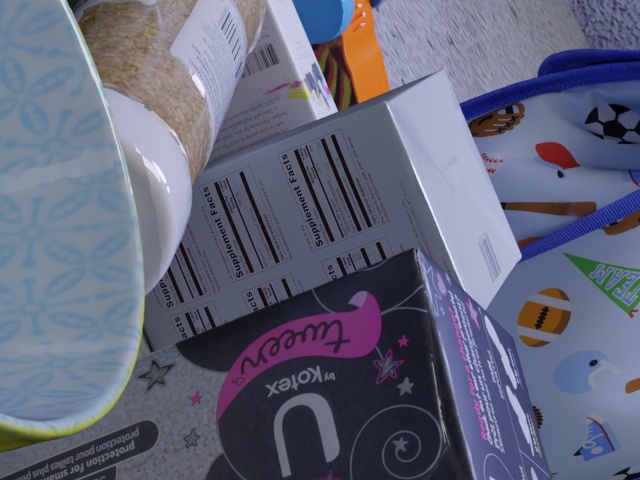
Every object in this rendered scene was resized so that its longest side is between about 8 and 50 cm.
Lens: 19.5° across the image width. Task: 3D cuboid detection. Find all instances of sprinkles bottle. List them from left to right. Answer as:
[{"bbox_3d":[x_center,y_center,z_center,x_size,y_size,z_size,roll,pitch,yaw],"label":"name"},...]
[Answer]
[{"bbox_3d":[-0.113,-0.086,1.113,0.121,0.121,0.355,62,18,-21],"label":"sprinkles bottle"}]

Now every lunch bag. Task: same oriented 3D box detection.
[{"bbox_3d":[0.210,0.034,1.499,0.328,0.385,0.239,52,24,-41],"label":"lunch bag"}]

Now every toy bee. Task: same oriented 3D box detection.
[{"bbox_3d":[-0.018,-0.232,1.558,0.195,0.162,0.298,-12,112,-57],"label":"toy bee"}]

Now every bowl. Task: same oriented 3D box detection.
[{"bbox_3d":[-0.206,-0.035,0.713,0.289,0.156,0.289,56,21,-34],"label":"bowl"}]

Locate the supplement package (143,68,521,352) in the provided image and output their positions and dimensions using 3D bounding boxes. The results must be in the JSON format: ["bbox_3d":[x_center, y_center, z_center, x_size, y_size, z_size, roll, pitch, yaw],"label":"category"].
[{"bbox_3d":[0.000,0.000,1.213,0.149,0.203,0.194,68,18,-5],"label":"supplement package"}]

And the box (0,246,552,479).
[{"bbox_3d":[-0.022,0.133,0.912,0.142,0.247,0.163,42,31,-58],"label":"box"}]

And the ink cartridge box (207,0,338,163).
[{"bbox_3d":[-0.043,-0.081,1.344,0.181,0.104,0.061,68,18,-5],"label":"ink cartridge box"}]
